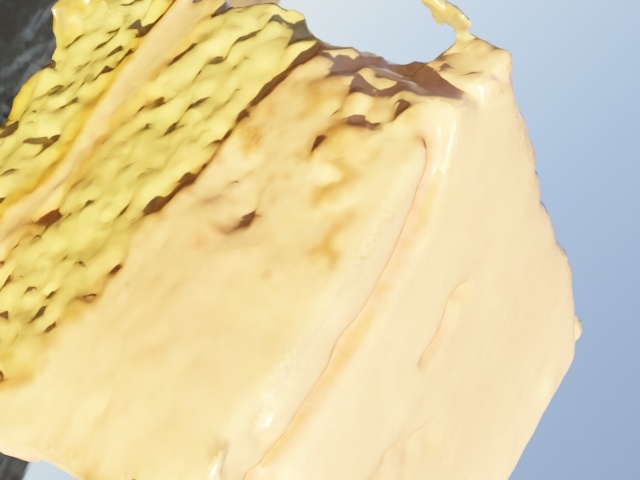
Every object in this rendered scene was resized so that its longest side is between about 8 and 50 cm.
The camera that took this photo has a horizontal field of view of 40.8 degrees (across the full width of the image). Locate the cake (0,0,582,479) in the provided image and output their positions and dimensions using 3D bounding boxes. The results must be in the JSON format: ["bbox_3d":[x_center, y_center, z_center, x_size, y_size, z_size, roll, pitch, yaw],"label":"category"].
[{"bbox_3d":[-0.040,0.048,0.532,0.306,0.314,0.293,19,-109,36],"label":"cake"}]
